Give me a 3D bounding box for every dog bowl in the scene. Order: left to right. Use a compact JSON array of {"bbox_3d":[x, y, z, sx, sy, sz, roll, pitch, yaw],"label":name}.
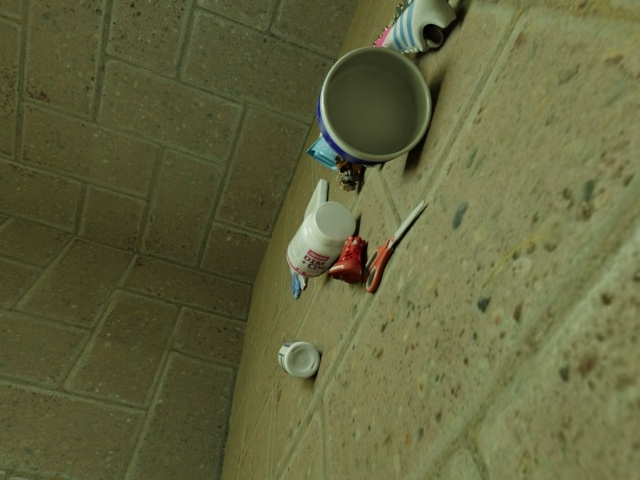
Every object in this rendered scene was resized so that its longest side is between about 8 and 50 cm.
[{"bbox_3d":[0.041,-0.345,1.868,0.074,0.166,0.297,-60,12,3],"label":"dog bowl"},{"bbox_3d":[0.126,-0.317,1.133,0.104,0.265,0.265,178,109,-81],"label":"dog bowl"}]

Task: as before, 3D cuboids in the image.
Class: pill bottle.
[{"bbox_3d":[-0.074,0.364,1.457,0.180,0.108,0.108,149,137,-73],"label":"pill bottle"},{"bbox_3d":[0.000,0.000,1.518,0.283,0.160,0.160,126,158,-58],"label":"pill bottle"}]

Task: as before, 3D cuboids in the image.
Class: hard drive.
[{"bbox_3d":[-0.030,-0.077,2.063,0.353,0.047,0.233,-85,16,-48],"label":"hard drive"}]

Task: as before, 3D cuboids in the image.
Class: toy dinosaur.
[{"bbox_3d":[0.096,-0.318,1.607,0.218,0.164,0.322,96,159,-50],"label":"toy dinosaur"}]

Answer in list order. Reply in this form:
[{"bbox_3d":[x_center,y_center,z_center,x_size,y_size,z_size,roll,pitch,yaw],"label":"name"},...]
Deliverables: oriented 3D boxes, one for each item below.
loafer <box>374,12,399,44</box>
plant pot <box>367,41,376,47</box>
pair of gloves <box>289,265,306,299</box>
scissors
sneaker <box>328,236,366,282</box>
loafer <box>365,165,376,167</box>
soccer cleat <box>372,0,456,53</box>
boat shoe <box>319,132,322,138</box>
[{"bbox_3d":[0.218,-0.677,1.663,0.102,0.092,0.268,-95,23,-57],"label":"loafer"},{"bbox_3d":[0.161,-0.513,1.496,0.180,0.201,0.201,-50,20,22],"label":"plant pot"},{"bbox_3d":[-0.099,0.151,1.979,0.198,0.023,0.159,119,141,-58],"label":"pair of gloves"},{"bbox_3d":[0.162,0.001,1.094,0.109,0.021,0.297,-85,15,-55],"label":"scissors"},{"bbox_3d":[0.076,0.040,1.246,0.221,0.087,0.128,130,156,-79],"label":"sneaker"},{"bbox_3d":[0.174,-0.300,1.307,0.087,0.094,0.251,-80,13,-51],"label":"loafer"},{"bbox_3d":[0.239,-0.537,1.241,0.116,0.143,0.331,-48,5,-9],"label":"soccer cleat"},{"bbox_3d":[0.105,-0.576,2.113,0.112,0.095,0.335,0,-65,-64],"label":"boat shoe"}]
